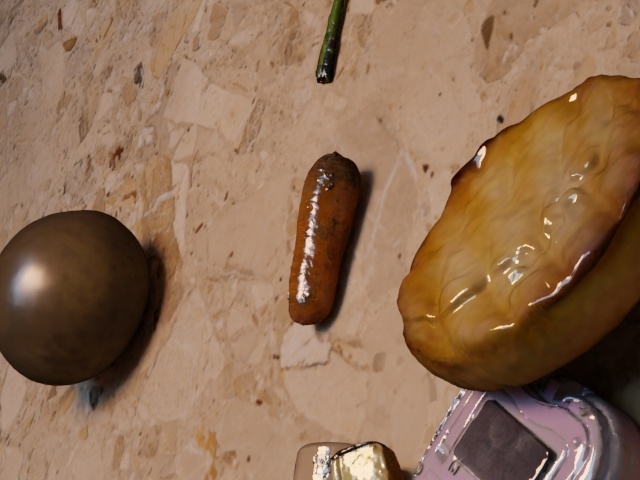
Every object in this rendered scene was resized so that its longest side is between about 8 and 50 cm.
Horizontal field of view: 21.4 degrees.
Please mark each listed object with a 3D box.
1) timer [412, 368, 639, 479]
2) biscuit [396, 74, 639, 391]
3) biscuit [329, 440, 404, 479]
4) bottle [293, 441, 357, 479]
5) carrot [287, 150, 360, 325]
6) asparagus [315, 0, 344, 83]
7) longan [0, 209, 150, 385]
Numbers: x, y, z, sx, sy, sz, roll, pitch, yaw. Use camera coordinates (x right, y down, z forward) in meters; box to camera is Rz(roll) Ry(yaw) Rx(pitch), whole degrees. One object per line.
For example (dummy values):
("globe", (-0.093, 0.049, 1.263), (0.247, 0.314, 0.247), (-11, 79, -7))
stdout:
("timer", (0.157, 0.194, 1.357), (0.191, 0.069, 0.208), (-60, 30, 2))
("biscuit", (0.189, -0.003, 1.382), (0.296, 0.102, 0.296), (-43, 21, 21))
("biscuit", (0.053, 0.264, 1.423), (0.056, 0.052, 0.188), (-20, 66, 15))
("bottle", (0.011, 0.262, 1.503), (0.099, 0.099, 0.152), (-18, 57, 50))
("carrot", (0.000, 0.000, 1.742), (0.060, 0.060, 0.186), (-9, 64, 54))
("asparagus", (0.024, -0.284, 1.948), (0.022, 0.023, 0.233), (8, 69, 11))
("longan", (-0.302, 0.063, 2.025), (0.196, 0.196, 0.220), (0, 57, 56))
